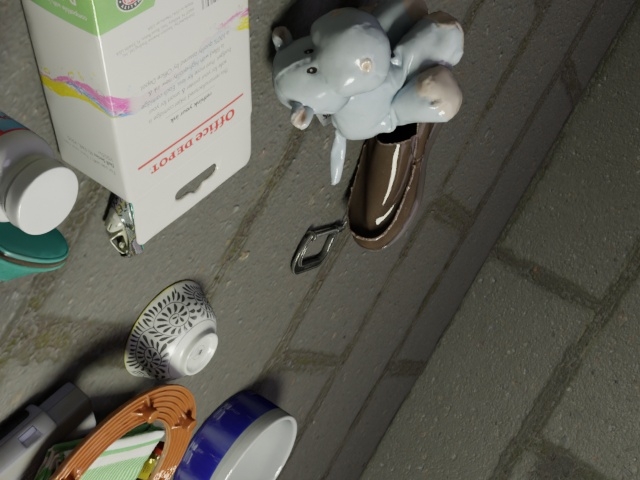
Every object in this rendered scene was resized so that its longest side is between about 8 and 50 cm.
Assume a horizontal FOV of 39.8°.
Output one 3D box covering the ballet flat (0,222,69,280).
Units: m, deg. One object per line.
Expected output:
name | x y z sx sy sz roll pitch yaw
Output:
ballet flat | -0.359 0.007 0.878 0.087 0.083 0.247 -38 161 14

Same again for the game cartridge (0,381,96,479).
game cartridge | -0.438 0.365 1.164 0.355 0.068 0.230 -42 148 -34

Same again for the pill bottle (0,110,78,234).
pill bottle | -0.295 -0.071 0.784 0.087 0.160 0.087 -46 154 -30

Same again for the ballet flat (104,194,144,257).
ballet flat | -0.249 -0.016 1.109 0.041 0.041 0.114 -46 153 -30

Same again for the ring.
ring | -0.287 0.352 1.253 0.336 0.032 0.336 -46 155 -29

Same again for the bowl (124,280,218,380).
bowl | -0.209 0.153 1.344 0.170 0.080 0.170 -46 154 -31

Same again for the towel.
towel | -0.361 0.415 1.266 0.325 0.038 0.248 -63 158 9

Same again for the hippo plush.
hippo plush | 0.034 -0.257 1.256 0.294 0.234 0.236 -25 157 36

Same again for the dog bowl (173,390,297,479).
dog bowl | -0.166 0.434 1.747 0.265 0.104 0.265 -45 153 -31

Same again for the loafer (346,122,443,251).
loafer | 0.122 -0.160 1.609 0.130 0.134 0.366 9 101 -56

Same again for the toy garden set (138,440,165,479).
toy garden set | -0.355 0.430 1.432 0.244 0.049 0.204 -7 126 -61

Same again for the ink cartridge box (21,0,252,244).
ink cartridge box | -0.180 -0.188 0.929 0.207 0.119 0.353 -42 151 -34

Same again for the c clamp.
c clamp | 0.000 0.000 1.671 0.161 0.022 0.137 -25 145 -56
